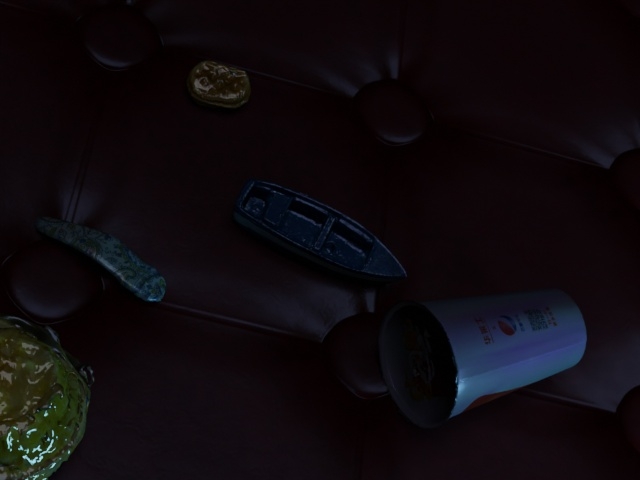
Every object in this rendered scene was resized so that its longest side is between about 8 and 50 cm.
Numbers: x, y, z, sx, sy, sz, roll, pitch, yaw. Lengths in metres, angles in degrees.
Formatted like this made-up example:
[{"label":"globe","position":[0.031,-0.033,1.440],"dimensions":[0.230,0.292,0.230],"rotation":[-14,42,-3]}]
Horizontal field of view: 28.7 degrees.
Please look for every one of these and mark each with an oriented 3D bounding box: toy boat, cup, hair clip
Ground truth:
[{"label":"toy boat","position":[0.000,0.000,2.011],"dimensions":[0.299,0.061,0.096],"rotation":[27,54,0]},{"label":"cup","position":[0.260,0.165,1.932],"dimensions":[0.288,0.203,0.203],"rotation":[-11,63,-31]},{"label":"hair clip","position":[-0.333,0.020,1.901],"dimensions":[0.229,0.036,0.066],"rotation":[30,48,2]}]

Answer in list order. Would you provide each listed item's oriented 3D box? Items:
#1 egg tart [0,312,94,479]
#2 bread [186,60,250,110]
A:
[{"label":"egg tart","position":[-0.434,0.204,1.696],"dimensions":[0.291,0.107,0.290],"rotation":[11,52,-15]},{"label":"bread","position":[-0.174,-0.261,2.131],"dimensions":[0.111,0.044,0.083],"rotation":[12,59,-10]}]
